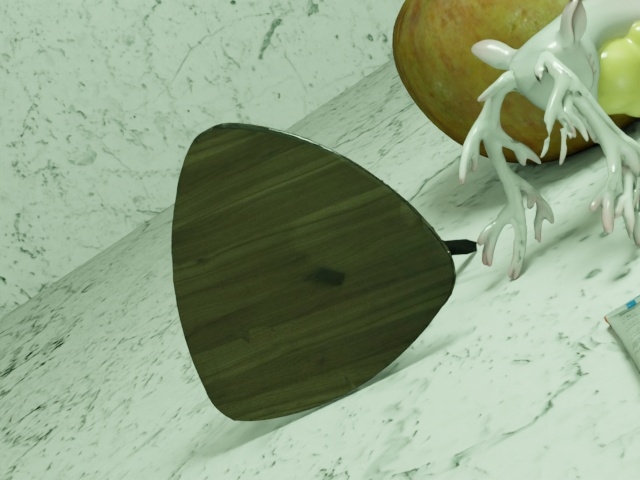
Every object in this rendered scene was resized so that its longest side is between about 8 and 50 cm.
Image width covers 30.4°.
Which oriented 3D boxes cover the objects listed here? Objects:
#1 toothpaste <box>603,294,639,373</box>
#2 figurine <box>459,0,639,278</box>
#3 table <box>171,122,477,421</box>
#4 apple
[{"bbox_3d":[0.250,0.077,0.902,0.048,0.031,0.190,-33,8,13],"label":"toothpaste"},{"bbox_3d":[0.295,-0.130,1.201,0.315,0.284,0.206,-11,-6,-19],"label":"figurine"},{"bbox_3d":[0.000,0.000,1.324,0.317,0.317,0.249,-28,-2,20],"label":"table"},{"bbox_3d":[0.301,-0.280,1.532,0.400,0.333,0.400,-49,11,13],"label":"apple"}]
